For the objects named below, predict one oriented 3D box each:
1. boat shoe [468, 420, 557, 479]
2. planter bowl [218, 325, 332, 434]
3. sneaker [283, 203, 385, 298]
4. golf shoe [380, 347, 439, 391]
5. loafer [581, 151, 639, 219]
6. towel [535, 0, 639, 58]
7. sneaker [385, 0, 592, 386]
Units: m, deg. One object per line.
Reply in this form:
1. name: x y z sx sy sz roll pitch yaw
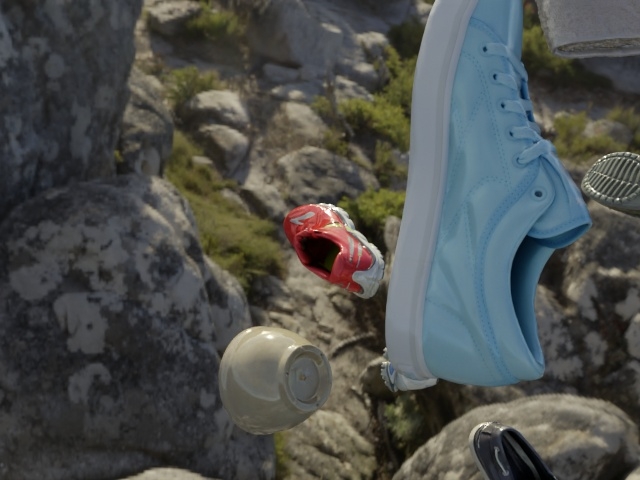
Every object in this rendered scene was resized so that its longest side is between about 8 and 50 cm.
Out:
1. boat shoe: 0.258 0.311 0.995 0.075 0.065 0.206 -32 86 -26
2. planter bowl: -0.053 0.203 1.207 0.162 0.109 0.162 12 73 -42
3. sneaker: 0.000 0.000 1.376 0.118 0.107 0.279 14 13 -34
4. golf shoe: 0.138 0.128 1.158 0.086 0.069 0.176 0 64 17
5. loafer: 0.493 -0.060 1.210 0.094 0.087 0.251 -53 34 -4
6. towel: 0.373 -0.318 1.018 0.282 0.049 0.187 -8 70 -20
7. sneaker: 0.159 -0.056 0.693 0.150 0.366 0.135 6 -1 28
